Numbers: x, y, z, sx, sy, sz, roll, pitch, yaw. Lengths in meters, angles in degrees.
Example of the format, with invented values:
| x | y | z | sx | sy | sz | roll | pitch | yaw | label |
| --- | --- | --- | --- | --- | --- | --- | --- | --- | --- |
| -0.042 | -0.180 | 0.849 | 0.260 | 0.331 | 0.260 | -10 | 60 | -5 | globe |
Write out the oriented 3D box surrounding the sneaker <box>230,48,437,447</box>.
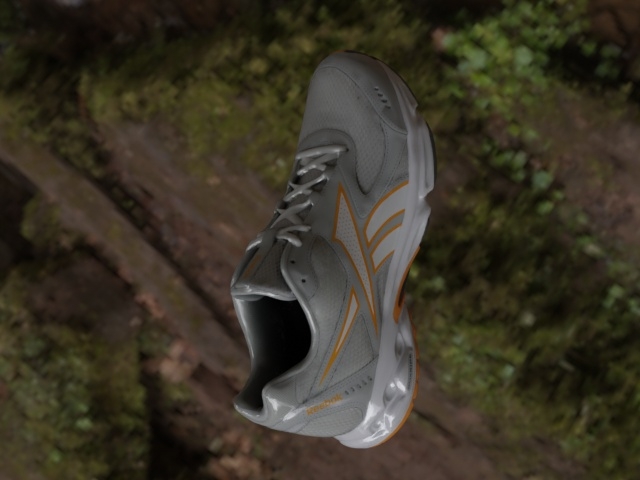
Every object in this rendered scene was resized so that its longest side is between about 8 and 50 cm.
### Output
| x | y | z | sx | sy | sz | roll | pitch | yaw | label |
| --- | --- | --- | --- | --- | --- | --- | --- | --- | --- |
| 0.000 | 0.000 | 0.944 | 0.121 | 0.262 | 0.099 | 8 | 168 | -39 | sneaker |
